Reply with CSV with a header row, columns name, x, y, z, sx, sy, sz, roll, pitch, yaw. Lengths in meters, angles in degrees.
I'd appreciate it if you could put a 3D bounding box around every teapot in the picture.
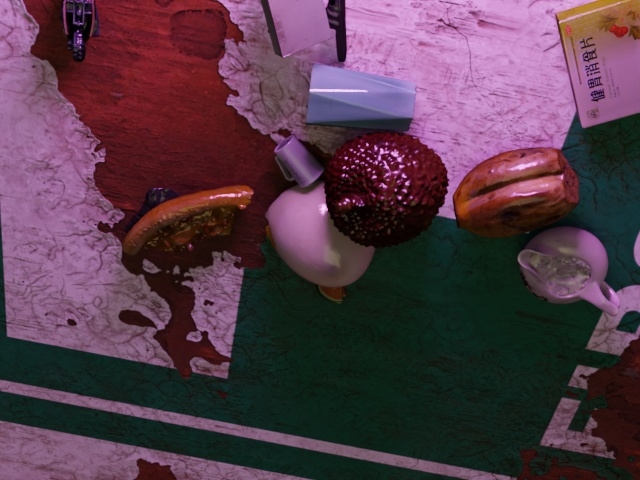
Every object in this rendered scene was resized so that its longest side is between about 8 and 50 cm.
name,x,y,z,sx,sy,sz,roll,pitch,yaw
teapot,0.613,0.076,2.028,0.300,0.166,0.208,31,110,-3

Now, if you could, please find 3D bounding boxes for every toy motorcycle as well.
name,x,y,z,sx,sy,sz,roll,pitch,yaw
toy motorcycle,-0.521,-0.500,1.795,0.082,0.122,0.213,-1,113,-22

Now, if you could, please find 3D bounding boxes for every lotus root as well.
name,x,y,z,sx,sy,sz,roll,pitch,yaw
lotus root,0.438,-0.112,1.905,0.291,0.193,0.193,-19,120,22

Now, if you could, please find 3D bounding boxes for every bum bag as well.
name,x,y,z,sx,sy,sz,roll,pitch,yaw
bum bag,-0.428,-0.068,2.103,0.087,0.049,0.197,18,127,-34

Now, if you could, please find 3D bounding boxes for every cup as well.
name,x,y,z,sx,sy,sz,roll,pitch,yaw
cup,0.089,-0.308,1.843,0.236,0.148,0.134,8,98,-4
cup,-0.061,-0.184,1.978,0.104,0.074,0.116,-21,118,47

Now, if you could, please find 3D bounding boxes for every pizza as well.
name,x,y,z,sx,sy,sz,roll,pitch,yaw
pizza,-0.326,-0.042,2.066,0.365,0.074,0.182,-19,140,5

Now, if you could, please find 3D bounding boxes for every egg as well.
name,x,y,z,sx,sy,sz,roll,pitch,yaw
egg,0.004,-0.002,2.025,0.286,0.174,0.264,39,115,-15

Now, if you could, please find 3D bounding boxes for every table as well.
name,x,y,z,sx,sy,sz,roll,pitch,yaw
table,-0.076,-0.521,1.708,0.122,0.111,0.240,-25,123,-16

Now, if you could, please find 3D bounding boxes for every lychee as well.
name,x,y,z,sx,sy,sz,roll,pitch,yaw
lychee,0.146,-0.114,1.865,0.276,0.304,0.275,26,129,37

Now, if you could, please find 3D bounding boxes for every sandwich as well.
name,x,y,z,sx,sy,sz,roll,pitch,yaw
sandwich,0.029,0.127,2.198,0.101,0.026,0.069,22,119,-12

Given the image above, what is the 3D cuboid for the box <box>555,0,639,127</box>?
name,x,y,z,sx,sy,sz,roll,pitch,yaw
box,0.618,-0.385,1.768,0.175,0.062,0.260,-15,122,15

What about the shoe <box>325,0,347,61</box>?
name,x,y,z,sx,sy,sz,roll,pitch,yaw
shoe,0.027,-0.468,1.774,0.049,0.071,0.179,3,128,9
